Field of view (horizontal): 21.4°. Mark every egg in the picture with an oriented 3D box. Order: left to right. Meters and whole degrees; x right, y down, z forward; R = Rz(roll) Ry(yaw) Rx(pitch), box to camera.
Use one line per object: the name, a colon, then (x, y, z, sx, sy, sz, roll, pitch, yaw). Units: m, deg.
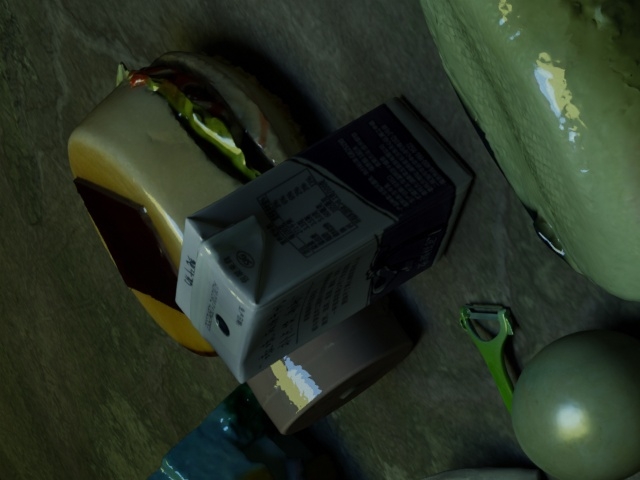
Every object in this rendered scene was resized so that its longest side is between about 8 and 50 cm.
egg: (0.200, 0.124, 1.252, 0.114, 0.114, 0.152, 57, 155, 2)

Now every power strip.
power strip: (0.008, 0.108, 1.557, 0.078, 0.154, 0.154, 56, 156, 12)

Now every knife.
knife: (0.164, 0.129, 1.439, 0.166, 0.022, 0.078, 65, 160, -13)

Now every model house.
model house: (-0.056, 0.328, 1.872, 0.249, 0.230, 0.280, 42, 155, 12)

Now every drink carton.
drink carton: (-0.001, 0.001, 1.356, 0.102, 0.222, 0.134, 50, 154, 18)

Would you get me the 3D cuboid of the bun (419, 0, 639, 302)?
bun: (0.174, -0.116, 0.977, 0.283, 0.179, 0.283, 61, 177, 6)

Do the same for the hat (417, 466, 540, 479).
hat: (0.158, 0.324, 1.542, 0.219, 0.164, 0.226, 111, 145, -61)

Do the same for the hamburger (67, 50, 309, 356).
hamburger: (-0.103, -0.034, 1.580, 0.302, 0.170, 0.302, 46, 157, 26)
